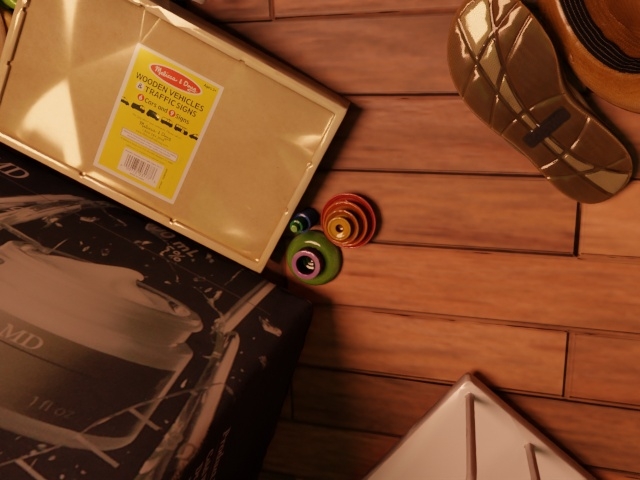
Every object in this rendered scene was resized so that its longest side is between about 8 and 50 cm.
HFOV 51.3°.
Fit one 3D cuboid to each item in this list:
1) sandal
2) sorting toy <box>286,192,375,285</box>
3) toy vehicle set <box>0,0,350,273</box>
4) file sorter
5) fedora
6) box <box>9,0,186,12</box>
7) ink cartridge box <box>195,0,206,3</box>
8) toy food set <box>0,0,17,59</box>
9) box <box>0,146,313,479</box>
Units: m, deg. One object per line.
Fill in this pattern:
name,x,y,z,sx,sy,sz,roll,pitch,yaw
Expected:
sandal,0.157,-0.102,0.484,0.180,0.049,0.072,44,121,-13
sorting toy,0.000,0.000,0.569,0.061,0.042,0.102,43,115,3
toy vehicle set,-0.130,-0.103,0.552,0.266,0.035,0.166,28,113,-6
file sorter,0.155,0.286,0.511,0.277,0.173,0.193,40,107,2
fedora,0.205,-0.176,0.402,0.079,0.194,0.195,-24,98,-12
box,-0.232,-0.166,0.603,0.184,0.045,0.191,29,114,12
ink cartridge box,-0.089,-0.288,0.480,0.175,0.072,0.127,-46,67,25
toy food set,-0.312,-0.193,0.572,0.132,0.039,0.192,38,131,-5
box,-0.332,0.158,0.487,0.479,0.472,0.298,25,118,11
